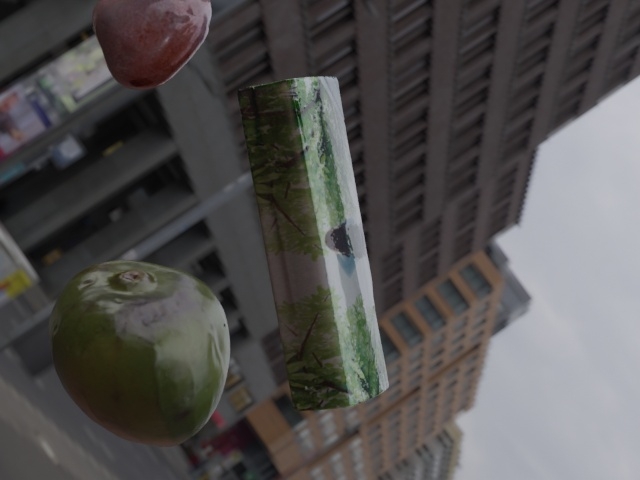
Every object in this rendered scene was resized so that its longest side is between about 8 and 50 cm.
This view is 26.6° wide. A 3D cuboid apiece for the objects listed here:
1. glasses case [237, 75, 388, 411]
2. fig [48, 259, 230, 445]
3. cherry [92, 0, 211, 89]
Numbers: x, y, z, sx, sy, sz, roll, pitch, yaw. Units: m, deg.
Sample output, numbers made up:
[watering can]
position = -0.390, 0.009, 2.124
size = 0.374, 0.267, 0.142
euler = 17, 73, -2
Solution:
[glasses case]
position = 0.000, 0.000, 1.139
size = 0.095, 0.062, 0.272
euler = -16, 97, -59
[fig]
position = -0.202, 0.139, 1.519
size = 0.203, 0.203, 0.225
euler = 44, -36, 52
[cherry]
position = -0.177, -0.212, 1.364
size = 0.106, 0.126, 0.087
euler = 46, 26, -9
